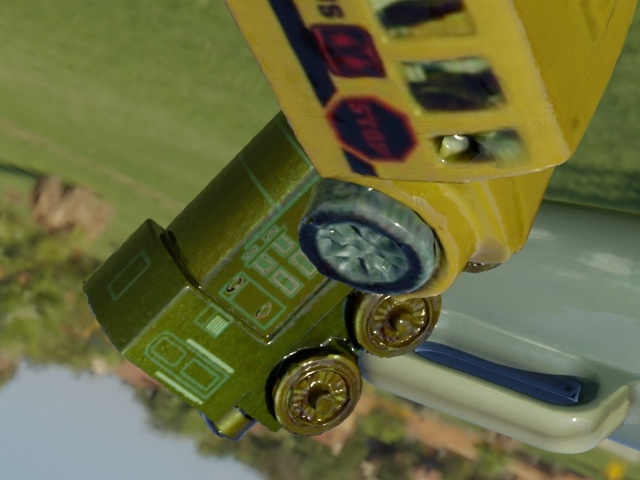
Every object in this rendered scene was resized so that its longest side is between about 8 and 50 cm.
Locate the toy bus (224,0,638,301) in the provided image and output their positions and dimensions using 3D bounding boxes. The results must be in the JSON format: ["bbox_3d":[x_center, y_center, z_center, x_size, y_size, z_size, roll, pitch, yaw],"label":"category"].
[{"bbox_3d":[0.015,-0.120,0.505,0.123,0.121,0.335,3,142,30],"label":"toy bus"}]

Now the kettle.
[{"bbox_3d":[0.154,0.061,1.108,0.243,0.210,0.160,14,129,11],"label":"kettle"}]

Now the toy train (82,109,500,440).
[{"bbox_3d":[0.000,0.000,0.883,0.137,0.225,0.090,40,-173,-35],"label":"toy train"}]
